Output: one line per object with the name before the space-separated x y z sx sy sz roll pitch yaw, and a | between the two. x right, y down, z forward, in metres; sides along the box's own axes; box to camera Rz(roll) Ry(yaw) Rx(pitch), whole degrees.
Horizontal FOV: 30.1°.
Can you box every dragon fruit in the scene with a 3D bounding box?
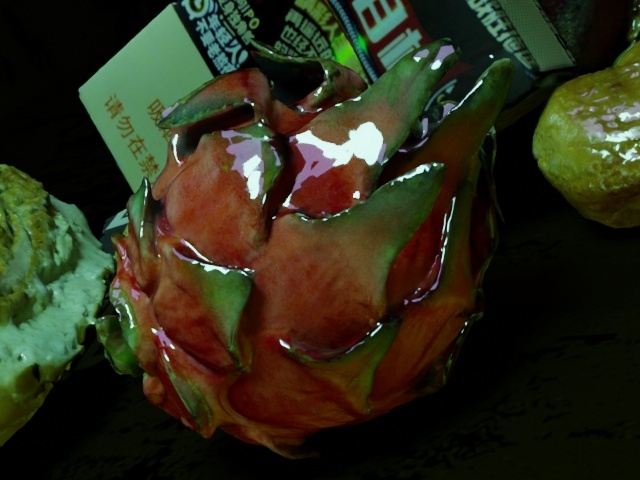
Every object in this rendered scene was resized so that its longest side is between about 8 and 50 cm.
dragon fruit | 0.000 0.000 0.636 0.274 0.193 0.192 -36 32 13

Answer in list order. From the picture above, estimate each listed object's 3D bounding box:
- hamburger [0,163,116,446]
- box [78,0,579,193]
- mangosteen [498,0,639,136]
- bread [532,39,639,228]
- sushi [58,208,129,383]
hamburger | -0.321 0.065 0.901 0.277 0.195 0.318 -39 19 17
box | -0.007 -0.106 0.808 0.310 0.198 0.084 -35 -10 33
mangosteen | 0.158 -0.188 0.866 0.216 0.216 0.216 -26 19 10
bread | 0.286 -0.105 0.668 0.344 0.084 0.124 -25 41 12
sushi | -0.109 -0.038 1.047 0.292 0.059 0.294 -29 26 10
